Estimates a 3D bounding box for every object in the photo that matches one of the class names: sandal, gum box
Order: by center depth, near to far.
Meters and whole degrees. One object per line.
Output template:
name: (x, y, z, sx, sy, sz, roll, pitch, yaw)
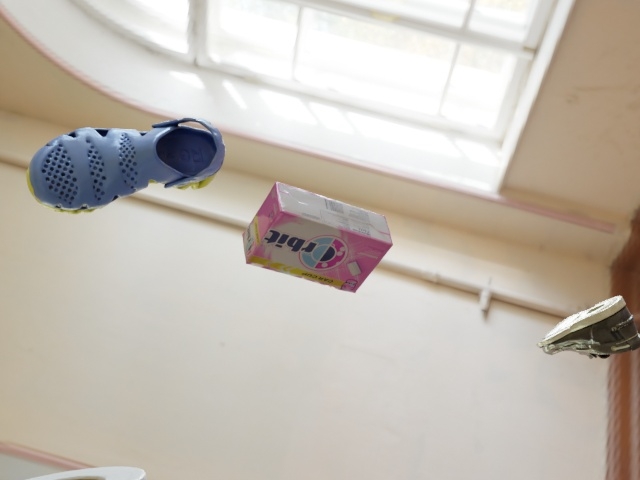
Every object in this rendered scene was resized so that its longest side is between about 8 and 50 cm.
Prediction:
gum box: (0.000, 0.000, 1.242, 0.107, 0.188, 0.062, -55, 31, 35)
sandal: (-0.266, -0.121, 1.296, 0.138, 0.317, 0.126, -13, 94, 58)

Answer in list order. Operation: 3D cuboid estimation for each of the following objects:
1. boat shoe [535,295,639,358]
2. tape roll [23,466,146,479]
boat shoe: (0.397, 0.149, 1.339, 0.084, 0.079, 0.233, -34, -5, -19)
tape roll: (-0.421, 0.448, 1.445, 0.286, 0.286, 0.100, 35, -132, -86)
